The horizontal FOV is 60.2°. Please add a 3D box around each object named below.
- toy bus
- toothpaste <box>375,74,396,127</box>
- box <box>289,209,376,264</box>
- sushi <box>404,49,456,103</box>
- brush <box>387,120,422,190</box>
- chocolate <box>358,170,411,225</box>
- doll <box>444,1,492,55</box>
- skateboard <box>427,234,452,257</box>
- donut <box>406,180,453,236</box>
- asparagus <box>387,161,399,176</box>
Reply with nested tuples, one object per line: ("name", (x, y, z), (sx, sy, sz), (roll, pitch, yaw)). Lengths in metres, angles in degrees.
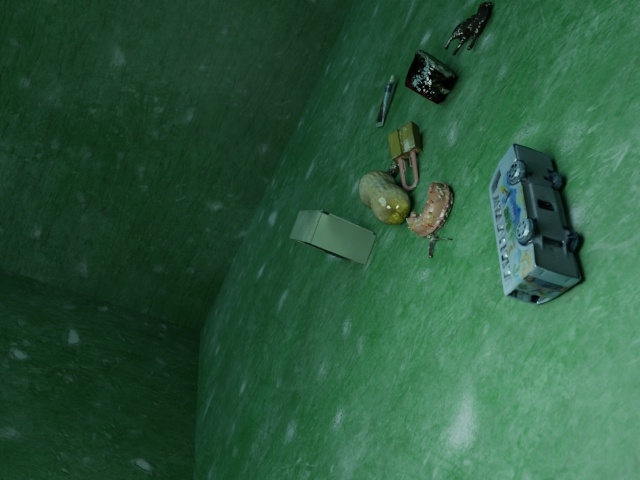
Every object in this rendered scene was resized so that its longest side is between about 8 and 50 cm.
("toy bus", (0.414, -0.039, 1.097), (0.136, 0.108, 0.330), (116, 165, -49))
("toothpaste", (0.263, -0.555, 2.198), (0.062, 0.037, 0.216), (-165, 91, -70))
("box", (0.040, -0.016, 1.920), (0.118, 0.224, 0.225), (-69, 19, -4))
("sushi", (0.349, -0.525, 1.768), (0.126, 0.136, 0.225), (-59, 13, 18))
("brush", (0.281, -0.261, 1.776), (0.103, 0.047, 0.234), (-27, 56, 38))
("chocolate", (0.202, -0.143, 1.763), (0.134, 0.134, 0.309), (-64, 20, 13))
("doll", (0.469, -0.665, 1.713), (0.165, 0.057, 0.139), (-59, 17, 0))
("skateboard", (0.309, 0.013, 1.446), (0.083, 0.032, 0.064), (169, 111, -71))
("donut", (0.302, -0.078, 1.505), (0.166, 0.065, 0.117), (-65, 18, 16))
("asparagus", (0.269, -0.273, 1.865), (0.165, 0.036, 0.030), (-61, 0, 23))
